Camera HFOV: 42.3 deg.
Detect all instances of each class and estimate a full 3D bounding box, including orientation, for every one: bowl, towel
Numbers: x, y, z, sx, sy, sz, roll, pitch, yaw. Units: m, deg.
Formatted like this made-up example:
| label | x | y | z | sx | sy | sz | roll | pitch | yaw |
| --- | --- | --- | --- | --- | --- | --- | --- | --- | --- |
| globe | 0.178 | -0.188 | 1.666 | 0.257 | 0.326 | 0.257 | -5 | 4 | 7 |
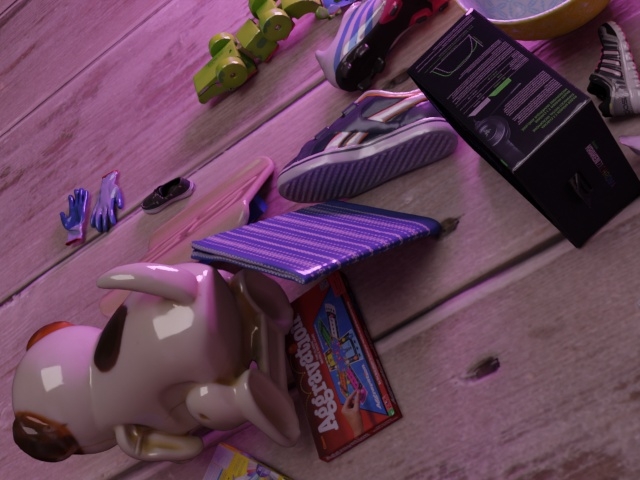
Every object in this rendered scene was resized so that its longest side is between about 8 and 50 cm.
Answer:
| label | x | y | z | sx | sy | sz | roll | pitch | yaw |
| --- | --- | --- | --- | --- | --- | --- | --- | --- | --- |
| bowl | 0.366 | -0.420 | 1.304 | 0.290 | 0.156 | 0.289 | -18 | 57 | 30 |
| towel | 0.000 | 0.000 | 1.275 | 0.243 | 0.336 | 0.040 | 12 | 111 | 40 |

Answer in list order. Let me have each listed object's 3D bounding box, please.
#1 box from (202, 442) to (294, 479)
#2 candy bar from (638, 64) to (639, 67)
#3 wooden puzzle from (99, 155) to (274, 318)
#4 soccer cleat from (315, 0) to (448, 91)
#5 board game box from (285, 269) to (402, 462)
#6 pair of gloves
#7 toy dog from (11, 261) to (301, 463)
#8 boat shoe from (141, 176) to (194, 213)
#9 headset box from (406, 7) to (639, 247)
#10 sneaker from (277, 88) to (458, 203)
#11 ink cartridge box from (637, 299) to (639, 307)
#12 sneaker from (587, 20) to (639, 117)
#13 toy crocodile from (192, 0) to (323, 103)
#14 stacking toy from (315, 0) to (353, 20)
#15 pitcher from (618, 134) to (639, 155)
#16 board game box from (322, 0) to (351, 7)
| label | x | y | z | sx | sy | sz | roll | pitch | yaw |
| --- | --- | --- | --- | --- | --- | --- | --- | --- | --- |
| box | -0.112 | 0.399 | 1.303 | 0.179 | 0.043 | 0.105 | 14 | 75 | 44 |
| candy bar | 0.537 | -0.266 | 1.182 | 0.162 | 0.018 | 0.040 | 1 | 64 | 39 |
| wooden puzzle | -0.220 | -0.002 | 1.510 | 0.322 | 0.080 | 0.348 | -35 | 15 | 15 |
| soccer cleat | 0.117 | -0.426 | 1.527 | 0.331 | 0.116 | 0.143 | -46 | 47 | 8 |
| board game box | 0.020 | 0.194 | 1.324 | 0.145 | 0.027 | 0.281 | -37 | 49 | 18 |
| pair of gloves | -0.525 | -0.071 | 1.895 | 0.198 | 0.023 | 0.159 | -24 | 52 | 25 |
| toy dog | -0.282 | 0.211 | 1.272 | 0.408 | 0.395 | 0.284 | -22 | 59 | 19 |
| boat shoe | -0.330 | -0.099 | 1.745 | 0.142 | 0.040 | 0.049 | -22 | 55 | 27 |
| headset box | 0.291 | -0.149 | 1.154 | 0.131 | 0.246 | 0.283 | -44 | 49 | 9 |
| sneaker | 0.072 | -0.166 | 1.417 | 0.321 | 0.126 | 0.127 | -18 | 60 | 17 |
| ink cartridge box | 0.468 | 0.079 | 0.937 | 0.128 | 0.176 | 0.127 | 32 | 88 | 43 |
| sneaker | 0.428 | -0.251 | 1.227 | 0.075 | 0.063 | 0.170 | -18 | 61 | 22 |
| toy crocodile | -0.140 | -0.414 | 1.742 | 0.340 | 0.105 | 0.115 | -42 | 47 | 18 |
| stacking toy | 0.091 | -0.492 | 1.529 | 0.221 | 0.052 | 0.167 | -36 | 8 | -10 |
| pitcher | 0.525 | -0.146 | 1.071 | 0.207 | 0.125 | 0.177 | -47 | 67 | 22 |
| board game box | 0.058 | -0.533 | 1.686 | 0.133 | 0.033 | 0.168 | -32 | 53 | 15 |
